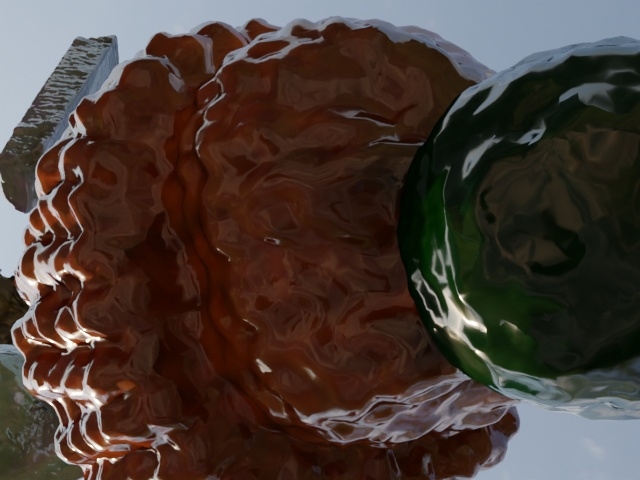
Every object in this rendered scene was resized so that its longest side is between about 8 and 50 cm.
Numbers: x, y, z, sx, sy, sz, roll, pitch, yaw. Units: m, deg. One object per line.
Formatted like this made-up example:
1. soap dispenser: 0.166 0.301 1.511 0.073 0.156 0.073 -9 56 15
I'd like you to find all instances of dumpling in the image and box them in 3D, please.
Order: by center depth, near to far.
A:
1. dumpling: -0.242 0.143 0.881 0.149 0.105 0.216 -19 -156 15

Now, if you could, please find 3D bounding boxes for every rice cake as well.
1. rice cake: -0.294 -0.148 1.292 0.056 0.072 0.365 6 -148 1

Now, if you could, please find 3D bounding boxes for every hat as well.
1. hat: 0.000 0.000 0.507 0.400 0.285 0.285 138 -36 -68

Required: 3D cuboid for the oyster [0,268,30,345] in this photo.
1. oyster: -0.407 0.136 1.286 0.115 0.351 0.238 -79 -168 -51
